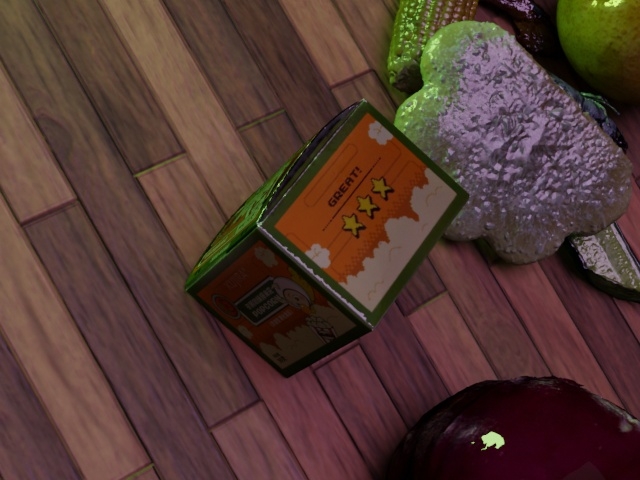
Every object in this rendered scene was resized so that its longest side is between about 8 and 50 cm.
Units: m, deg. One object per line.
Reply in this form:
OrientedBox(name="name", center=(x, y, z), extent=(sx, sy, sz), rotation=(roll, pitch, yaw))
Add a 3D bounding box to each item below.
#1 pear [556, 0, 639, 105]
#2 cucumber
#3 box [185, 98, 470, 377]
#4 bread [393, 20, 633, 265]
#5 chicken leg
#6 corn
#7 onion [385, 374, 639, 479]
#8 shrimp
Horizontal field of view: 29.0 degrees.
OrientedBox(name="pear", center=(0.363, -0.253, 1.395), extent=(0.209, 0.209, 0.208), rotation=(9, 68, -23))
OrientedBox(name="cucumber", center=(0.295, -0.008, 1.386), extent=(0.070, 0.046, 0.220), rotation=(-27, 83, -28))
OrientedBox(name="box", center=(0.000, 0.000, 1.154), extent=(0.148, 0.195, 0.177), rotation=(43, 60, -7))
OrientedBox(name="bread", center=(0.193, -0.084, 1.312), extent=(0.286, 0.056, 0.207), rotation=(40, 87, -10))
OrientedBox(name="chicken leg", center=(0.234, -0.263, 1.457), extent=(0.145, 0.037, 0.062), rotation=(40, 73, -10))
OrientedBox(name="corn", center=(0.142, -0.307, 1.396), extent=(0.097, 0.097, 0.319), rotation=(23, 65, -16))
OrientedBox(name="onion", center=(0.225, 0.281, 1.131), extent=(0.282, 0.260, 0.336), rotation=(-8, 75, -33))
OrientedBox(name="shrimp", center=(0.287, -0.136, 1.413), extent=(0.174, 0.076, 0.082), rotation=(39, 82, -8))
